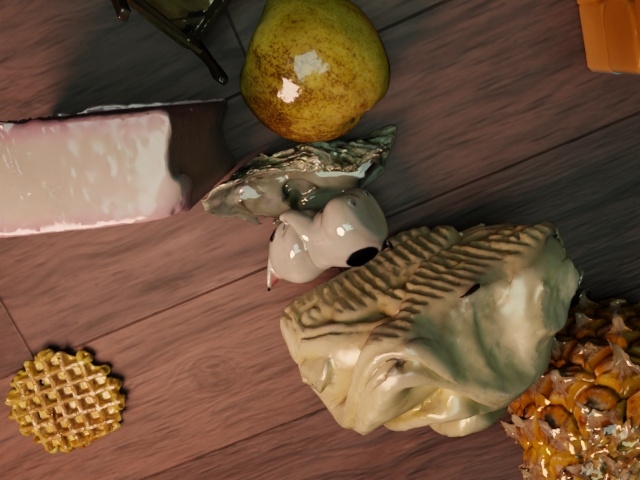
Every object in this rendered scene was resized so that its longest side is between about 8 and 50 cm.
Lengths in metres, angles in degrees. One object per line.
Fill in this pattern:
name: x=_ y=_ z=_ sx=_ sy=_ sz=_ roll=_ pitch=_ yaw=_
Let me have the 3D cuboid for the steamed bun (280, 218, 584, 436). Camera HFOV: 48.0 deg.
steamed bun: x=0.157 y=0.138 z=0.939 sx=0.394 sy=0.346 sz=0.237 roll=-18 pitch=110 yaw=24

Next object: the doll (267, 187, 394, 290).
doll: x=0.004 y=-0.005 z=0.994 sx=0.181 sy=0.110 sz=0.107 roll=-18 pitch=99 yaw=30

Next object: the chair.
chair: x=-0.189 y=-0.347 z=0.894 sx=0.186 sy=0.319 sz=0.160 roll=26 pitch=109 yaw=-39

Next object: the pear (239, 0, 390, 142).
pear: x=-0.004 y=-0.220 z=0.924 sx=0.197 sy=0.197 sz=0.197 roll=0 pitch=105 yaw=1

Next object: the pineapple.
pineapple: x=0.431 y=0.259 z=0.994 sx=0.352 sy=0.300 sz=0.352 roll=0 pitch=111 yaw=0

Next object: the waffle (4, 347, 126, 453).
waffle: x=-0.400 y=0.252 z=1.129 sx=0.191 sy=0.038 sz=0.191 roll=0 pitch=105 yaw=2

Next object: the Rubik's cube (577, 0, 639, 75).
Rubik's cube: x=0.473 y=-0.363 z=0.825 sx=0.290 sy=0.291 sz=0.291 roll=-13 pitch=105 yaw=3

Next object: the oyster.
oyster: x=-0.029 y=-0.088 z=0.992 sx=0.252 sy=0.087 sz=0.199 roll=-37 pitch=145 yaw=25

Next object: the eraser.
eraser: x=-0.261 y=-0.101 z=0.869 sx=0.272 sy=0.359 sz=0.122 roll=-4 pitch=104 yaw=1
